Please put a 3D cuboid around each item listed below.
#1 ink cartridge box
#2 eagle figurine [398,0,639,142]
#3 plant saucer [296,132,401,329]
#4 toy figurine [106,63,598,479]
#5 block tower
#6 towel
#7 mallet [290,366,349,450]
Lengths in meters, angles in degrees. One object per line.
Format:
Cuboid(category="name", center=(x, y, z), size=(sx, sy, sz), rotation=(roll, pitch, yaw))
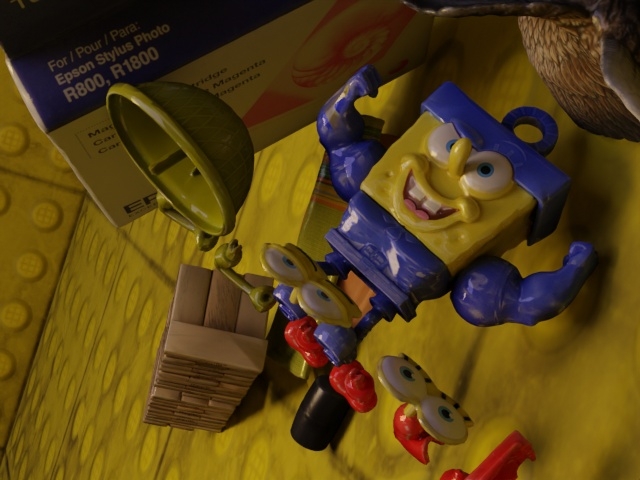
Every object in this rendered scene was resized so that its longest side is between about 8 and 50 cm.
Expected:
Cuboid(category="ink cartridge box", center=(-0.057, -0.150, 0.824), size=(0.071, 0.324, 0.330), rotation=(60, 174, 12))
Cuboid(category="eagle figurine", center=(0.137, -0.152, 0.599), size=(0.298, 0.225, 0.226), rotation=(-2, 113, 54))
Cuboid(category="plant saucer", center=(0.024, -0.007, 1.001), size=(0.200, 0.037, 0.200), rotation=(-51, 30, 44))
Cuboid(category="toy figurine", center=(0.054, -0.020, 0.717), size=(0.217, 0.362, 0.191), rotation=(-42, -25, -10))
Cuboid(category="block tower", center=(-0.119, 0.118, 1.097), size=(0.335, 0.091, 0.097), rotation=(124, 156, -68))
Cuboid(category="towel", center=(0.000, 0.000, 0.972), size=(0.102, 0.021, 0.237), rotation=(-162, 88, -70))
Cuboid(category="mallet", center=(-0.006, 0.109, 0.995), size=(0.062, 0.039, 0.189), rotation=(-61, 20, 27))
